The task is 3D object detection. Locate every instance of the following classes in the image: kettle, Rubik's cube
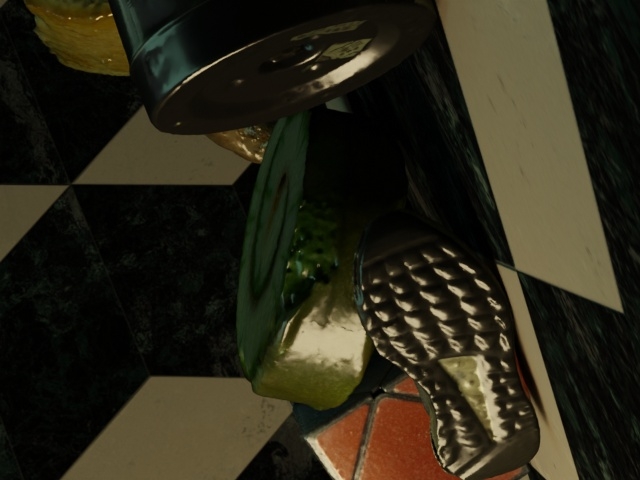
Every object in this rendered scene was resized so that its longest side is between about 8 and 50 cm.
[{"bbox_3d":[-0.060,-0.282,1.263,0.324,0.228,0.321,69,155,11],"label":"kettle"},{"bbox_3d":[0.097,0.218,2.105,0.207,0.205,0.205,55,-178,-21],"label":"Rubik's cube"}]

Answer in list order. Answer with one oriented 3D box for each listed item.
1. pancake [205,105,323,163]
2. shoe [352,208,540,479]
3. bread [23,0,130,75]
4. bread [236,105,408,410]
[{"bbox_3d":[-0.060,-0.151,2.231,0.282,0.049,0.282,23,162,8],"label":"pancake"},{"bbox_3d":[0.120,0.072,1.711,0.171,0.132,0.336,-102,-11,-53],"label":"shoe"},{"bbox_3d":[-0.209,-0.413,2.222,0.239,0.264,0.395,66,-146,-70],"label":"bread"},{"bbox_3d":[0.000,0.000,1.991,0.382,0.129,0.366,-91,15,-44],"label":"bread"}]
